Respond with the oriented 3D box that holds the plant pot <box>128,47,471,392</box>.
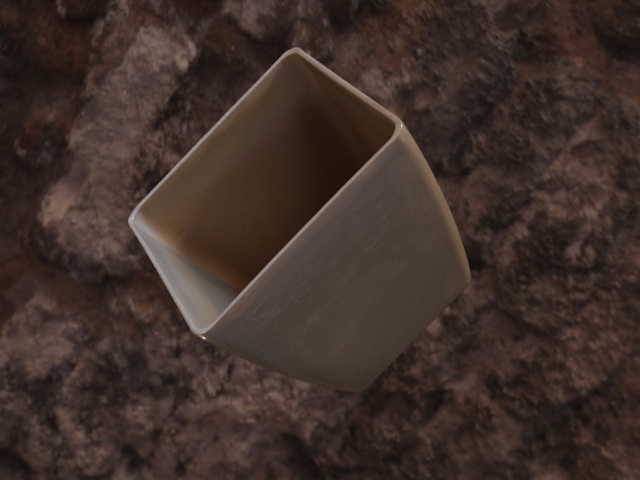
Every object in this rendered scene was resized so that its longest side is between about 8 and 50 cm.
[{"bbox_3d":[0.000,0.000,0.423,0.109,0.109,0.096,-46,-54,2],"label":"plant pot"}]
